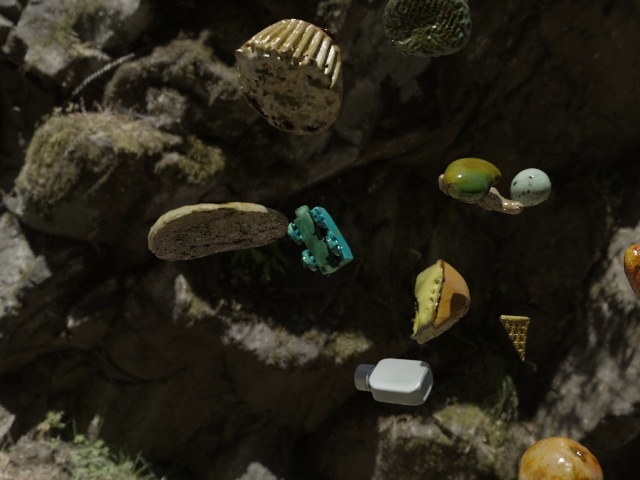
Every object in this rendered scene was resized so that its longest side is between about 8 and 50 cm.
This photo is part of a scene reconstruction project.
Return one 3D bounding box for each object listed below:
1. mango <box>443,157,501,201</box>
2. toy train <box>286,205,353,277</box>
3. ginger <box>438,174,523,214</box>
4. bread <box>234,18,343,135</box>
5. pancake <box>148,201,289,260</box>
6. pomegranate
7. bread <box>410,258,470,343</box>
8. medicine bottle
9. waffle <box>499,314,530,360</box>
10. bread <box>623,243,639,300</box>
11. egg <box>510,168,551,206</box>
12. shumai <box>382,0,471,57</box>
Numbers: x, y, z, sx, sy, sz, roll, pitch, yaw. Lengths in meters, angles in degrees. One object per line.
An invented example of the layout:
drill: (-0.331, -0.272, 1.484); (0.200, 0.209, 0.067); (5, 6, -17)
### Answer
mango: (0.382, -0.158, 1.654); (0.122, 0.085, 0.191); (24, 31, 22)
toy train: (0.000, 0.000, 1.824); (0.203, 0.112, 0.163); (62, 18, 12)
ginger: (0.458, -0.121, 1.804); (0.258, 0.065, 0.149); (23, 1, 38)
bread: (-0.062, -0.365, 1.462); (0.274, 0.149, 0.274); (23, -27, 12)
pancake: (-0.248, -0.022, 1.602); (0.356, 0.065, 0.356); (-8, -14, -2)
pomegranate: (0.596, 0.591, 1.605); (0.207, 0.207, 0.207); (24, 9, -4)
bread: (0.389, 0.198, 2.075); (0.162, 0.262, 0.204); (16, -29, -6)
medicine bottle: (0.179, 0.347, 1.605); (0.183, 0.069, 0.119); (0, 31, 29)
waffle: (0.614, 0.313, 2.069); (0.097, 0.153, 0.023); (1, 15, -4)
bread: (1.019, 0.137, 1.992); (0.139, 0.269, 0.095); (-18, -6, -26)
egg: (0.726, -0.176, 2.248); (0.131, 0.131, 0.164); (25, -26, 5)
shumai: (0.217, -0.462, 1.341); (0.184, 0.184, 0.142); (25, 16, 2)
